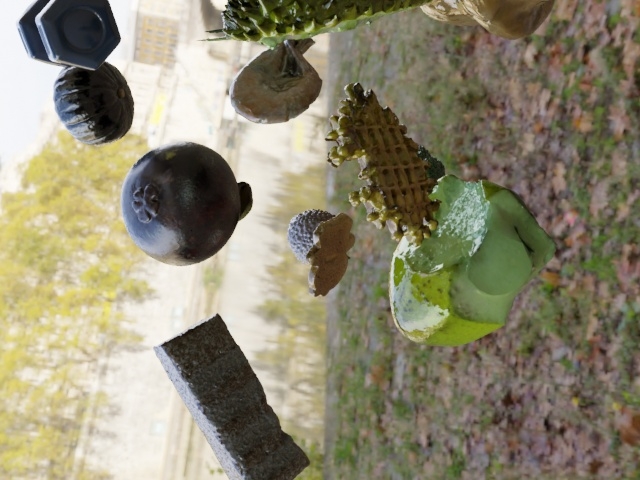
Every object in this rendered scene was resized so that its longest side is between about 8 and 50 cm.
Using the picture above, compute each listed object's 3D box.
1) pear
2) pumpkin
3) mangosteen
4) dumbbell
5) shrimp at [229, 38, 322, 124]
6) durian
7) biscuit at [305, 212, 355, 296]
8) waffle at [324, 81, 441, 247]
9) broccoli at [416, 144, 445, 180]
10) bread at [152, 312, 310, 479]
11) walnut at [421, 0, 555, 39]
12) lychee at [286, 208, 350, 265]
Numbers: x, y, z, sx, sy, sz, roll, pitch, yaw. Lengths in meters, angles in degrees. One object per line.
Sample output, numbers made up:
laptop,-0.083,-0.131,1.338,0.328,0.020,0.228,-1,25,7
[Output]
pear,0.212,0.041,1.320,0.282,0.176,0.286,-53,24,-7
pumpkin,-0.545,-0.334,1.884,0.220,0.161,0.221,-15,-90,-73
mangosteen,-0.299,-0.082,1.733,0.288,0.288,0.288,-171,90,-81
dumbbell,-0.524,-0.430,1.597,0.156,0.143,0.316,-52,31,-9
shrimp,-0.063,-0.328,1.536,0.077,0.168,0.317,97,-161,-49
durian,0.027,-0.318,1.044,0.158,0.351,0.169,52,138,16
biscuit,0.021,0.039,1.957,0.036,0.166,0.226,30,133,34
waffle,0.099,-0.109,1.156,0.051,0.231,0.229,-30,37,34
broccoli,0.187,-0.101,1.604,0.195,0.156,0.195,166,90,-81
bread,-0.195,0.370,1.719,0.113,0.165,0.417,-25,97,52
walnut,0.283,-0.525,1.265,0.383,0.383,0.384,-171,90,-81
lychee,0.000,0.000,2.126,0.165,0.197,0.165,-34,27,20
